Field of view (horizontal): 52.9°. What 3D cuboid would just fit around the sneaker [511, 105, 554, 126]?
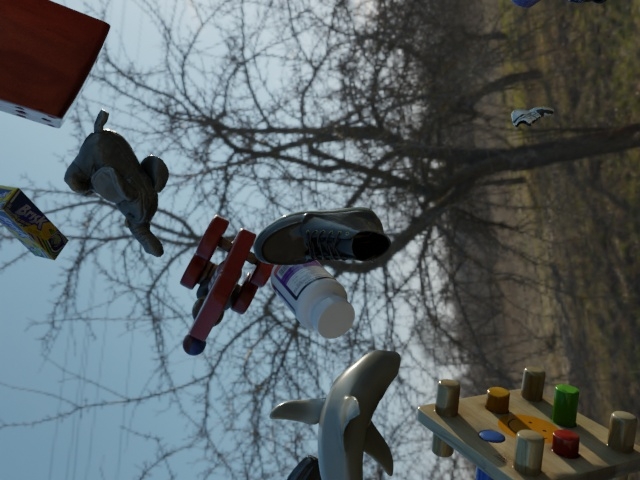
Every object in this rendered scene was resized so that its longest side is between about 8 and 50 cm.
[{"bbox_3d":[0.434,-0.250,1.312,0.032,0.083,0.037,27,-120,-65],"label":"sneaker"}]

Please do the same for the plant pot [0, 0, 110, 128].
[{"bbox_3d":[-0.664,-0.408,1.493,0.267,0.267,0.236,2,77,66],"label":"plant pot"}]

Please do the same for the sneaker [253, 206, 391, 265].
[{"bbox_3d":[0.000,0.000,1.054,0.118,0.222,0.083,-117,13,-70],"label":"sneaker"}]

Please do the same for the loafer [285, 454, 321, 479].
[{"bbox_3d":[-0.040,0.471,1.065,0.076,0.078,0.223,46,-119,-42],"label":"loafer"}]

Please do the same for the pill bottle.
[{"bbox_3d":[-0.014,0.107,1.249,0.193,0.108,0.108,43,154,53],"label":"pill bottle"}]

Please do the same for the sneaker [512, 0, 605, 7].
[{"bbox_3d":[0.531,-0.578,1.405,0.315,0.127,0.182,145,121,-67],"label":"sneaker"}]

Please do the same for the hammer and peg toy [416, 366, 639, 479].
[{"bbox_3d":[0.337,0.308,0.938,0.361,0.265,0.127,-155,66,-62],"label":"hammer and peg toy"}]

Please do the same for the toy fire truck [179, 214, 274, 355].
[{"bbox_3d":[-0.226,0.114,1.399,0.302,0.169,0.254,-54,11,45],"label":"toy fire truck"}]

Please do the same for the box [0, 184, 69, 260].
[{"bbox_3d":[-0.567,-0.033,1.245,0.169,0.059,0.054,66,-140,-51],"label":"box"}]

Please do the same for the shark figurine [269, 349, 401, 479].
[{"bbox_3d":[0.043,0.224,0.665,0.116,0.166,0.278,108,158,-47],"label":"shark figurine"}]

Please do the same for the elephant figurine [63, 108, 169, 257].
[{"bbox_3d":[-0.395,-0.113,1.339,0.169,0.239,0.186,-51,-22,-13],"label":"elephant figurine"}]
